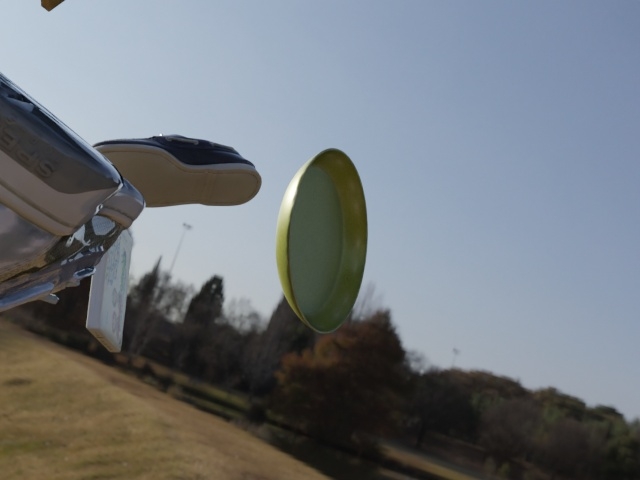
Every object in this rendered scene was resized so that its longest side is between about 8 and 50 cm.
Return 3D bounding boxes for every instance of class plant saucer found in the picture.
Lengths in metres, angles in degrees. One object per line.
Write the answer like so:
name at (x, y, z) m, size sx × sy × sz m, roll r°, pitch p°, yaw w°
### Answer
plant saucer at (0.000, 0.000, 1.136) m, size 0.037 × 0.241 × 0.241 m, roll 3°, pitch -16°, yaw 25°

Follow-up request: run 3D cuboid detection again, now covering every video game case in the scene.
video game case at (-0.264, 0.051, 1.102) m, size 0.019 × 0.157 × 0.143 m, roll 3°, pitch -18°, yaw -2°

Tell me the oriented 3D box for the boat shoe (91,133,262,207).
boat shoe at (-0.166, -0.082, 0.957) m, size 0.206 × 0.075 × 0.065 m, roll 5°, pitch 38°, yaw -34°

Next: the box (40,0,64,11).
box at (-0.338, -0.430, 1.246) m, size 0.021 × 0.164 × 0.201 m, roll 43°, pitch -23°, yaw 1°

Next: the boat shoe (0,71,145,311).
boat shoe at (-0.163, -0.017, 0.444) m, size 0.118 × 0.103 × 0.320 m, roll 40°, pitch -7°, yaw -13°
